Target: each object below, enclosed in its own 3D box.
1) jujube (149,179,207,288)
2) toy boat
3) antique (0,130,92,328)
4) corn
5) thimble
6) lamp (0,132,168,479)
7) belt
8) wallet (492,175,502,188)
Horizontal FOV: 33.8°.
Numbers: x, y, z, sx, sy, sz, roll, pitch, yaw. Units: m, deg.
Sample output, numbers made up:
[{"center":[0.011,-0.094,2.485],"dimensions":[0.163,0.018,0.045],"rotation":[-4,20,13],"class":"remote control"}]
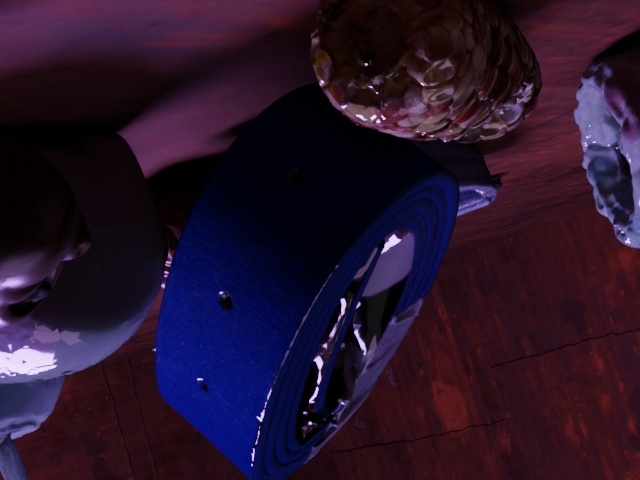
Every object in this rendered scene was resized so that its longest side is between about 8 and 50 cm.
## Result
[{"center":[-0.082,0.011,0.991],"dimensions":[0.236,0.168,0.168],"rotation":[14,153,-43],"class":"jujube"},{"center":[0.135,-0.064,1.217],"dimensions":[0.127,0.078,0.283],"rotation":[-18,173,13],"class":"toy boat"},{"center":[-0.232,0.007,0.487],"dimensions":[0.256,0.121,0.143],"rotation":[-18,161,10],"class":"antique"},{"center":[0.080,-0.106,0.658],"dimensions":[0.098,0.098,0.290],"rotation":[-20,173,21],"class":"corn"},{"center":[0.329,-0.096,0.988],"dimensions":[0.149,0.185,0.211],"rotation":[-16,-178,1],"class":"thimble"},{"center":[-0.239,0.074,0.742],"dimensions":[0.301,0.247,0.247],"rotation":[-32,168,38],"class":"lamp"},{"center":[-0.013,0.041,0.783],"dimensions":[0.212,0.117,0.347],"rotation":[-40,158,-34],"class":"belt"},{"center":[0.197,-0.068,1.600],"dimensions":[0.156,0.018,0.082],"rotation":[-14,173,-15],"class":"wallet"}]
